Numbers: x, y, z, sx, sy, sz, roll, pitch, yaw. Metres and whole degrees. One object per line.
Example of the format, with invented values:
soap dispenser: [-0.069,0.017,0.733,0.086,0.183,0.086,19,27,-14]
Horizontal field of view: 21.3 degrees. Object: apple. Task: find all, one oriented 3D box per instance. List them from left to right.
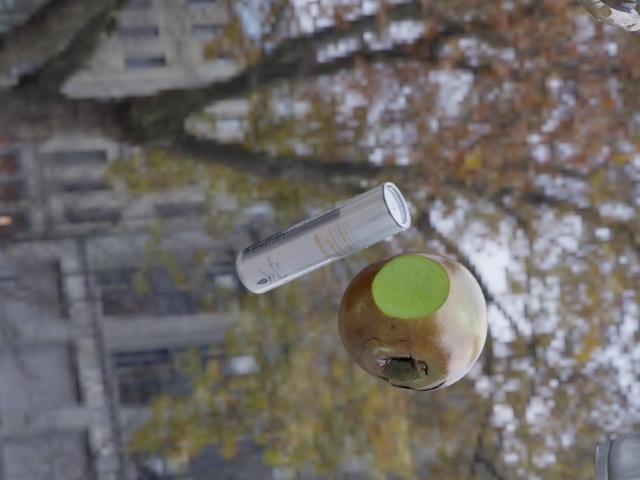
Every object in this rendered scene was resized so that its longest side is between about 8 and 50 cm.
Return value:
apple: [0.072,0.061,1.311,0.099,0.114,0.102,77,22,-50]

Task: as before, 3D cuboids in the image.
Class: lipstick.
lipstick: [0.000,0.000,1.307,0.040,0.141,0.040,44,32,-38]

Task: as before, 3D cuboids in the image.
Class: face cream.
face cream: [0.346,0.171,1.464,0.114,0.224,0.070,-56,132,-72]

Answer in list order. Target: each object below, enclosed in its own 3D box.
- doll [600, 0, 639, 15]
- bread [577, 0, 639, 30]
doll: [0.306,-0.267,1.507,0.188,0.145,0.096,-41,-132,46]
bread: [0.338,-0.316,1.696,0.230,0.230,0.123,103,-29,-49]
